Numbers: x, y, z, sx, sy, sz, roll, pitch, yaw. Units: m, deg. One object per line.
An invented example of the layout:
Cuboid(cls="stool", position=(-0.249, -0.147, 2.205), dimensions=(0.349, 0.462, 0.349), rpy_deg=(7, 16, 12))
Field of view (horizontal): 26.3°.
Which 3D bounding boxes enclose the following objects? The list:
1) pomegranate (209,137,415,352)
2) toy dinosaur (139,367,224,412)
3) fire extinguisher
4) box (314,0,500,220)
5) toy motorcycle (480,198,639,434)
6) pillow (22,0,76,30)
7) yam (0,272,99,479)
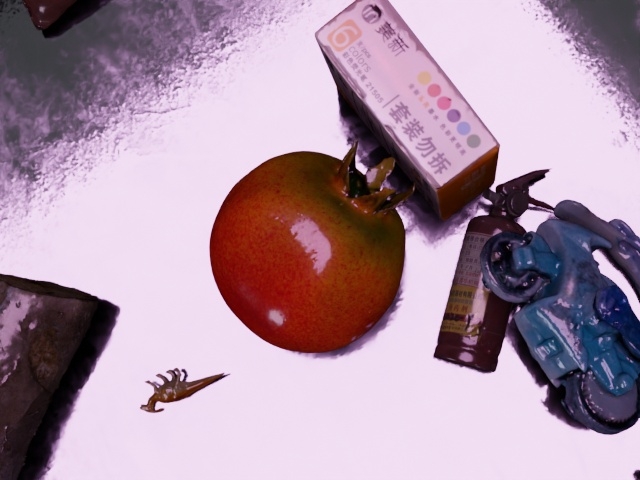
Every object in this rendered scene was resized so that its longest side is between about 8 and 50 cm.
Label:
Cuboid(cls="pomegranate", position=(0.000, 0.000, 1.510), dimensions=(0.221, 0.221, 0.256), rpy_deg=(50, 120, 7))
Cuboid(cls="toy dinosaur", position=(-0.167, 0.166, 1.604), dimensions=(0.113, 0.026, 0.041), rpy_deg=(-28, 89, 9))
Cuboid(cls="fire extinguisher", position=(0.206, 0.026, 1.586), dimensions=(0.075, 0.106, 0.252), rpy_deg=(9, 81, 43))
Cuboid(cls="box", position=(0.101, -0.140, 1.503), dimensions=(0.091, 0.274, 0.221), rpy_deg=(-37, 80, 2))
Cuboid(cls="toy motorcycle", position=(0.304, 0.078, 1.522), dimensions=(0.206, 0.154, 0.260), rpy_deg=(-30, 83, -31))
Cuboid(cls="pillow", position=(-0.314, -0.463, 1.633), dimensions=(0.305, 0.108, 0.308), rpy_deg=(-38, 82, 16))
Cuboid(cls="yam", position=(-0.371, 0.152, 1.564), dimensions=(0.154, 0.154, 0.254), rpy_deg=(26, 87, 6))
